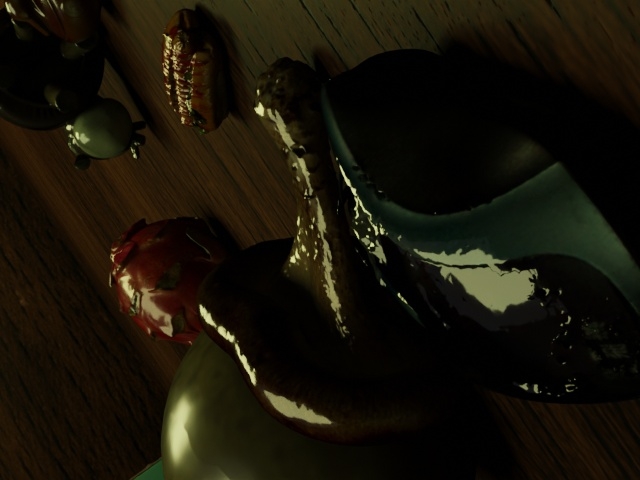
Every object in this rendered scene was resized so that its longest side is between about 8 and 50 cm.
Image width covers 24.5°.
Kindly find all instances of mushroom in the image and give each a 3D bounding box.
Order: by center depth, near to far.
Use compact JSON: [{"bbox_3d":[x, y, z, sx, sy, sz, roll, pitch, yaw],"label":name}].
[{"bbox_3d":[0.000,0.000,0.902,0.227,0.148,0.217,36,141,45],"label":"mushroom"}]

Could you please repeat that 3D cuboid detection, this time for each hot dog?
[{"bbox_3d":[-0.095,-0.122,1.090,0.062,0.038,0.144,53,167,15],"label":"hot dog"}]

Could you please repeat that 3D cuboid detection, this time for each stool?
[{"bbox_3d":[-0.253,-0.151,1.435,0.217,0.125,0.121,50,168,-16],"label":"stool"}]

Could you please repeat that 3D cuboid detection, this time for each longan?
[{"bbox_3d":[-0.001,0.153,1.068,0.246,0.215,0.246,10,110,29],"label":"longan"}]

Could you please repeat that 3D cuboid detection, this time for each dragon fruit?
[{"bbox_3d":[-0.137,0.043,1.490,0.166,0.133,0.136,53,-151,19],"label":"dragon fruit"}]

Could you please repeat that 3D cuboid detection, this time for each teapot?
[{"bbox_3d":[-0.246,-0.228,1.296,0.098,0.078,0.129,34,155,59],"label":"teapot"}]

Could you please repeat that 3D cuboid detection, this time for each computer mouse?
[{"bbox_3d":[0.070,0.000,0.649,0.233,0.096,0.137,36,157,54],"label":"computer mouse"}]

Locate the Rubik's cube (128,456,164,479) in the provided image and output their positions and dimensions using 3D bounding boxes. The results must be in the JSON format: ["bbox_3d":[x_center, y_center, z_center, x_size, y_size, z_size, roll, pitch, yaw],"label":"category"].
[{"bbox_3d":[-0.051,0.329,1.637,0.221,0.225,0.231,62,166,-26],"label":"Rubik's cube"}]
